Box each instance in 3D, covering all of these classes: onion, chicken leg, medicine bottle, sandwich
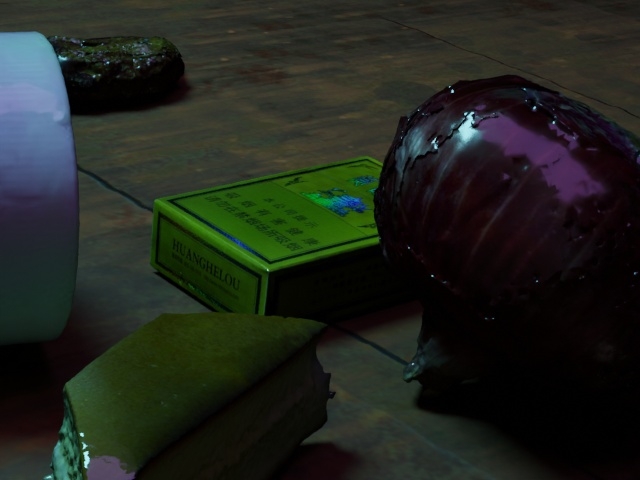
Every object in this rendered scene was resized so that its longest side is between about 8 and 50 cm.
[{"bbox_3d":[0.134,0.014,0.990,0.252,0.219,0.252,46,8,-8],"label":"onion"},{"bbox_3d":[-0.214,-0.171,1.494,0.234,0.063,0.105,-9,32,-37],"label":"chicken leg"},{"bbox_3d":[-0.330,-0.026,0.931,0.325,0.212,0.212,-5,26,-21],"label":"medicine bottle"},{"bbox_3d":[-0.085,0.109,0.836,0.096,0.094,0.258,20,25,20],"label":"sandwich"}]

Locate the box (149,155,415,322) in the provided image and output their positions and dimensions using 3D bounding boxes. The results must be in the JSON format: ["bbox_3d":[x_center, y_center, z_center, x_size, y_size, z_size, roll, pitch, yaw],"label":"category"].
[{"bbox_3d":[0.000,-0.001,1.150,0.220,0.064,0.141,-16,32,-39],"label":"box"}]
